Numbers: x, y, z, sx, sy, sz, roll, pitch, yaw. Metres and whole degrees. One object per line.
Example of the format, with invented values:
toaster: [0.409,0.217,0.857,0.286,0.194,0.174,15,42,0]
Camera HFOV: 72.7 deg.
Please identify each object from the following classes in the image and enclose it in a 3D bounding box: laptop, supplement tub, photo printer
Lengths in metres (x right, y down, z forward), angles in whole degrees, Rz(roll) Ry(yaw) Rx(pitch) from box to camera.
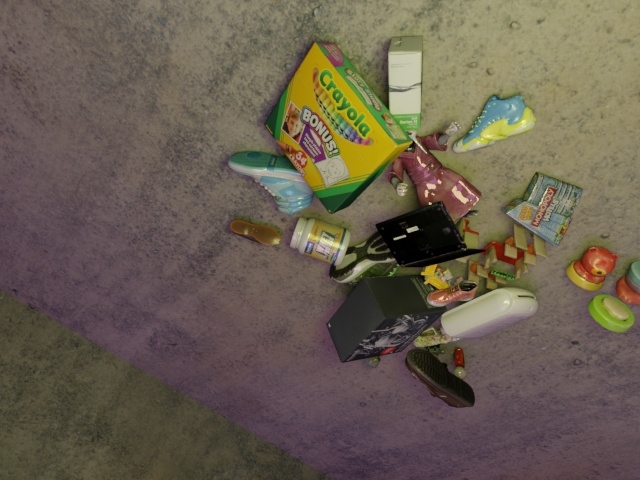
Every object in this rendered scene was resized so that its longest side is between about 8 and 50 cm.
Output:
laptop: [0.349,-0.007,1.370,0.234,0.136,0.264,-21,111,38]
supplement tub: [0.000,0.000,1.616,0.200,0.144,0.144,19,132,0]
photo printer: [0.642,0.268,1.623,0.256,0.107,0.307,12,143,-42]

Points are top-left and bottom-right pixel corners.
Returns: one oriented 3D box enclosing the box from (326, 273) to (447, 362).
box: [0.246,0.300,1.685,0.312,0.179,0.343,0,140,-31]

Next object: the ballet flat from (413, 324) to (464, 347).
ballet flat: [0.505,0.403,1.861,0.241,0.091,0.077,-19,97,24]

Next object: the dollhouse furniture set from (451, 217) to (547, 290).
dollhouse furniture set: [0.586,0.029,1.490,0.259,0.135,0.262,19,145,-8]

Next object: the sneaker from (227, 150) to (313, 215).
sneaker: [-0.168,-0.188,1.521,0.319,0.127,0.208,12,130,7]

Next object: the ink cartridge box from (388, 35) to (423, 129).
ink cartridge box: [0.233,-0.429,1.185,0.087,0.153,0.208,2,130,14]

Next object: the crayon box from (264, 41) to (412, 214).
crayon box: [0.035,-0.313,1.250,0.363,0.106,0.313,54,135,9]

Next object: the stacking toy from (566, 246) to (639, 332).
stacking toy: [0.987,0.154,1.383,0.309,0.279,0.130,12,133,0]

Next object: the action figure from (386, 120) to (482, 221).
action figure: [0.337,-0.221,1.350,0.248,0.276,0.370,-33,96,11]

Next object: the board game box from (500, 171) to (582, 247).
board game box: [0.678,-0.103,1.347,0.194,0.060,0.194,19,106,-2]

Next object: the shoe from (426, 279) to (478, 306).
shoe: [0.470,0.184,1.553,0.178,0.063,0.081,-7,144,-4]

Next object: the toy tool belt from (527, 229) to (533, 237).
toy tool belt: [0.719,-0.042,1.449,0.051,0.052,0.083,-43,112,9]

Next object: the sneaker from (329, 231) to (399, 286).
sneaker: [0.236,0.077,1.641,0.410,0.158,0.182,-23,134,35]

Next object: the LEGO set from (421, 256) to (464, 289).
LEGO set: [0.421,0.082,1.590,0.132,0.107,0.287,-24,125,15]

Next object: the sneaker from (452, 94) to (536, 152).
sneaker: [0.484,-0.339,1.252,0.240,0.091,0.126,-15,92,41]

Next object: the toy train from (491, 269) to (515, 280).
toy train: [0.615,0.117,1.469,0.083,0.017,0.024,17,156,-5]

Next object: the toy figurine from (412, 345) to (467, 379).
toy figurine: [0.522,0.559,1.938,0.209,0.148,0.213,27,131,-7]

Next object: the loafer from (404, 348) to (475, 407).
loafer: [0.475,0.594,1.808,0.366,0.134,0.130,40,128,-10]

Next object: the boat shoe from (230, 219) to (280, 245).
boat shoe: [-0.253,-0.030,1.721,0.207,0.073,0.073,21,169,2]

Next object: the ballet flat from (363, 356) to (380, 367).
ballet flat: [0.198,0.529,2.071,0.213,0.072,0.068,37,102,-16]
